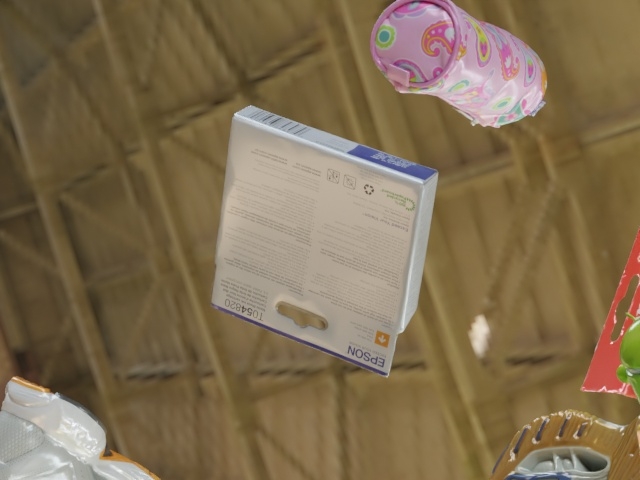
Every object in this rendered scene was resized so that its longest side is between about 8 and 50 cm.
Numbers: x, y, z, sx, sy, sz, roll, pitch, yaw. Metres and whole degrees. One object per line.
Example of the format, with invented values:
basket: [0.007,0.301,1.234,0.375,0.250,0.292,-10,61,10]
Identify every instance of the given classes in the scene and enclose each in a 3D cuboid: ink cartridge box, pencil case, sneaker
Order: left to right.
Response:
sneaker: [-0.204,0.218,1.520,0.099,0.121,0.262,18,-22,39]
ink cartridge box: [0.000,0.000,1.894,0.223,0.045,0.224,21,-61,21]
pencil case: [0.168,-0.207,2.198,0.284,0.124,0.124,14,48,-62]
sneaker: [0.238,0.181,1.240,0.131,0.112,0.296,43,-18,-18]
ink cartridge box: [0.365,0.081,1.858,0.056,0.224,0.181,24,-80,37]

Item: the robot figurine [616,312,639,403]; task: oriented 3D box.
robot figurine: [0.260,0.100,1.353,0.101,0.067,0.115,-16,-76,58]
